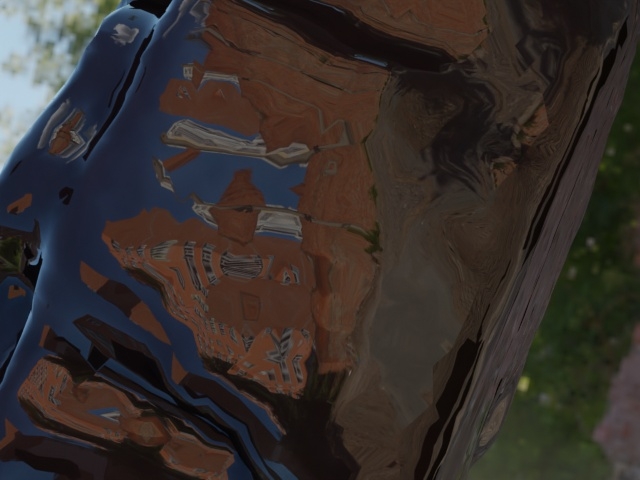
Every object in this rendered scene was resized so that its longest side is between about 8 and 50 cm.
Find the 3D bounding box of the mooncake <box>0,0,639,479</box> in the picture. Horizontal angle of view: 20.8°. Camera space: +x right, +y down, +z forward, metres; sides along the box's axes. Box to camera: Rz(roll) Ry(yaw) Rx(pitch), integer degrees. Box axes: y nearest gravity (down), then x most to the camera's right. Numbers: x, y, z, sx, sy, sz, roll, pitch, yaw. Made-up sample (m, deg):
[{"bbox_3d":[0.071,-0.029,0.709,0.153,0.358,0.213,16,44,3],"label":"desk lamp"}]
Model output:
[{"bbox_3d":[0.000,0.000,0.727,0.350,0.212,0.381,-64,-7,8],"label":"mooncake"}]
